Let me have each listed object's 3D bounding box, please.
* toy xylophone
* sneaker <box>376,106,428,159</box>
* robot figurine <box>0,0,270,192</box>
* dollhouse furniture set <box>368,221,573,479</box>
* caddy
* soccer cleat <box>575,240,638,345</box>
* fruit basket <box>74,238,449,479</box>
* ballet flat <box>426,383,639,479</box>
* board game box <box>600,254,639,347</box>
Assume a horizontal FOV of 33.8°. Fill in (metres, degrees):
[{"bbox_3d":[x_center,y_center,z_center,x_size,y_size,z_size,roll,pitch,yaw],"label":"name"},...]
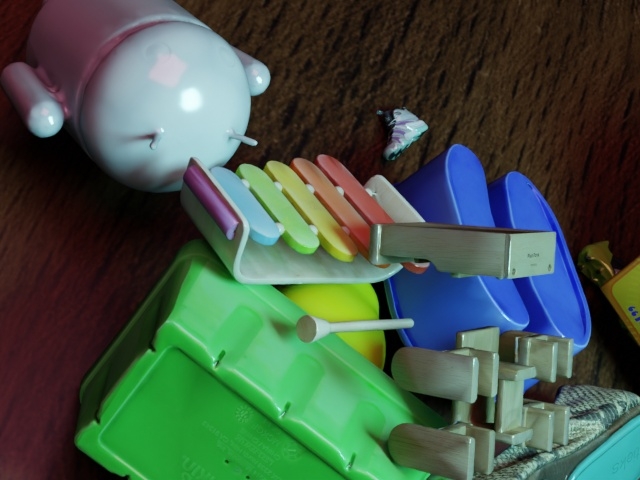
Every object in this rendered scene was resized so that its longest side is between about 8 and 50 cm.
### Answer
[{"bbox_3d":[0.000,0.000,1.155,0.236,0.081,0.323,46,29,25],"label":"toy xylophone"},{"bbox_3d":[0.102,-0.158,1.496,0.069,0.038,0.098,45,46,5],"label":"sneaker"},{"bbox_3d":[-0.211,-0.185,1.222,0.300,0.199,0.353,-18,39,-26],"label":"robot figurine"},{"bbox_3d":[0.142,0.106,1.088,0.212,0.161,0.242,-2,96,-52],"label":"dollhouse furniture set"},{"bbox_3d":[0.189,0.049,1.337,0.241,0.179,0.341,21,44,-36],"label":"caddy"},{"bbox_3d":[0.442,0.076,1.510,0.072,0.060,0.179,-25,74,-33],"label":"soccer cleat"},{"bbox_3d":[-0.049,0.171,1.170,0.392,0.283,0.392,36,13,-10],"label":"fruit basket"},{"bbox_3d":[0.217,0.285,1.185,0.182,0.164,0.483,14,23,33],"label":"ballet flat"},{"bbox_3d":[0.673,0.083,1.368,0.356,0.356,0.356,-10,62,-42],"label":"board game box"}]
